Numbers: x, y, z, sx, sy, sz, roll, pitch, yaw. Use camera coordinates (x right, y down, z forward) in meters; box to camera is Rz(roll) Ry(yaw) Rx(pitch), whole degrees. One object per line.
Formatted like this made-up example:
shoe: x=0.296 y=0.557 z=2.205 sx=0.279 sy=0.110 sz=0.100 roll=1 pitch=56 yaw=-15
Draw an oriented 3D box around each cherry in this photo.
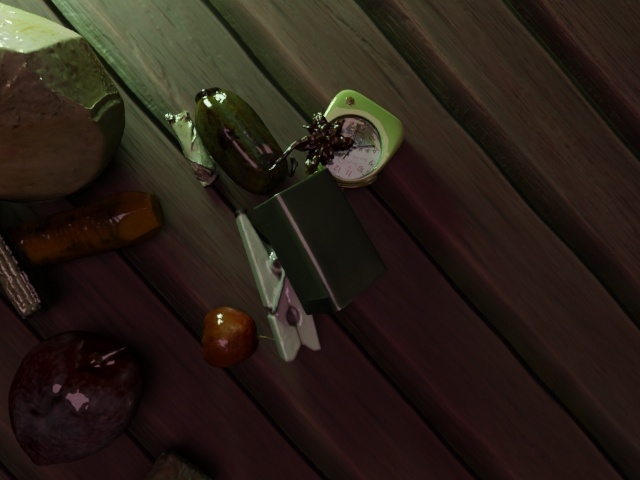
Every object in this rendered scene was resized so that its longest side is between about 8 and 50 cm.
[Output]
cherry: x=-0.475 y=0.305 z=0.818 sx=0.230 sy=0.203 sz=0.300 roll=32 pitch=98 yaw=-9

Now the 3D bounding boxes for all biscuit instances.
biscuit: x=-0.623 y=0.037 z=0.828 sx=0.052 sy=0.150 sz=0.252 roll=-28 pitch=96 yaw=-31

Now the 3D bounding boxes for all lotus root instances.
lotus root: x=-0.162 y=-0.199 z=0.860 sx=0.124 sy=0.123 sz=0.241 roll=-37 pitch=89 yaw=-30

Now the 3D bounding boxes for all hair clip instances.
hair clip: x=-0.087 y=0.082 z=0.880 sx=0.101 sy=0.085 sz=0.331 roll=-16 pitch=87 yaw=-22

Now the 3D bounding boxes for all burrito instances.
burrito: x=-0.270 y=-0.197 z=0.897 sx=0.051 sy=0.042 sz=0.171 roll=-27 pitch=89 yaw=-4

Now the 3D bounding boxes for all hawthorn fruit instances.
hawthorn fruit: x=-0.183 y=0.194 z=0.870 sx=0.140 sy=0.125 sz=0.125 roll=-31 pitch=92 yaw=-13

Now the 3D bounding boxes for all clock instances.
clock: x=0.056 y=-0.185 z=0.894 sx=0.170 sy=0.069 sz=0.232 roll=34 pitch=91 yaw=-3

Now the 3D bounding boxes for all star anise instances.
star anise: x=-0.021 y=-0.181 z=0.819 sx=0.191 sy=0.070 sz=0.097 roll=-38 pitch=102 yaw=-11

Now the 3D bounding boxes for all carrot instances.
carrot: x=-0.474 y=-0.022 z=0.857 sx=0.302 sy=0.114 sz=0.114 roll=-16 pitch=92 yaw=0

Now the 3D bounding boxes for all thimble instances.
thimble: x=-0.325 y=0.556 z=0.836 sx=0.148 sy=0.196 sz=0.229 roll=40 pitch=60 yaw=-5

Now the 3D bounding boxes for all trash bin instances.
trash bin: x=0.000 y=0.000 z=0.831 sx=0.164 sy=0.122 sz=0.240 roll=-32 pitch=98 yaw=-35

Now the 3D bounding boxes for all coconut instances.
coconut: x=-0.539 y=-0.238 z=0.758 sx=0.352 sy=0.352 sz=0.352 roll=0 pitch=91 yaw=-2
